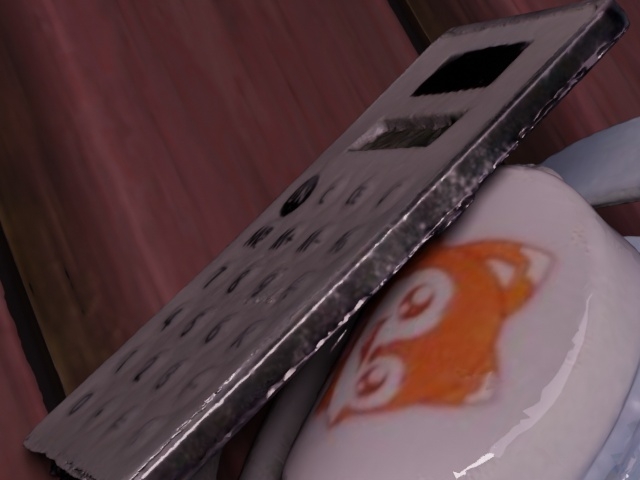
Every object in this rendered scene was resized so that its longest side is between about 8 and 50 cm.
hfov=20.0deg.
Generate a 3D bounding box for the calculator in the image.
[{"bbox_3d":[0.000,0.000,0.692,0.261,0.161,0.021,-45,105,-14],"label":"calculator"}]

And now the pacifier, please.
[{"bbox_3d":[0.097,0.099,0.696,0.233,0.244,0.299,41,62,-23],"label":"pacifier"}]
